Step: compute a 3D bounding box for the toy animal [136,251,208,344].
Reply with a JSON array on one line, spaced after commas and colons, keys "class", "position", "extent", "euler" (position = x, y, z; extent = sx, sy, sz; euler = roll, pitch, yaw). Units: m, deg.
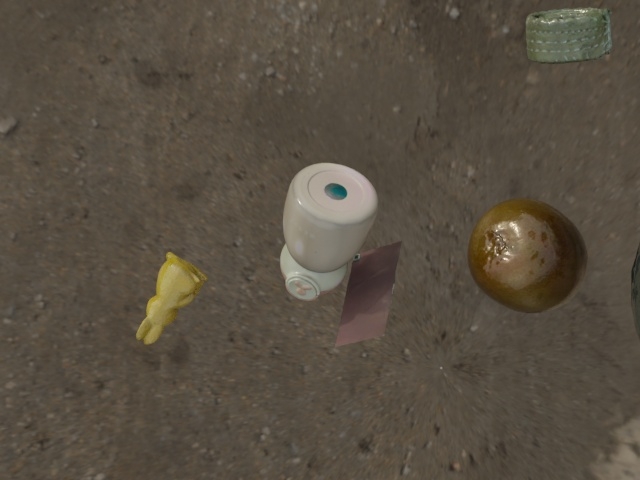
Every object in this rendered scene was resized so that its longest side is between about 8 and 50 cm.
[{"class": "toy animal", "position": [-0.270, 0.106, 1.693], "extent": [0.083, 0.070, 0.159], "euler": [34, 99, 5]}]

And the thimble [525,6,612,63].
[{"class": "thimble", "position": [0.325, -0.269, 1.281], "extent": [0.110, 0.084, 0.062], "euler": [-2, 113, 11]}]

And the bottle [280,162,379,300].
[{"class": "bottle", "position": [0.000, 0.000, 1.632], "extent": [0.147, 0.236, 0.147], "euler": [9, 46, -9]}]

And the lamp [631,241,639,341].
[{"class": "lamp", "position": [0.304, -0.029, 0.618], "extent": [0.182, 0.182, 0.314], "euler": [15, 75, 9]}]

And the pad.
[{"class": "pad", "position": [0.081, 0.090, 1.668], "extent": [0.113, 0.006, 0.188], "euler": [-17, 47, 40]}]

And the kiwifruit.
[{"class": "kiwifruit", "position": [0.359, 0.030, 1.677], "extent": [0.196, 0.234, 0.196], "euler": [-11, 68, 29]}]
